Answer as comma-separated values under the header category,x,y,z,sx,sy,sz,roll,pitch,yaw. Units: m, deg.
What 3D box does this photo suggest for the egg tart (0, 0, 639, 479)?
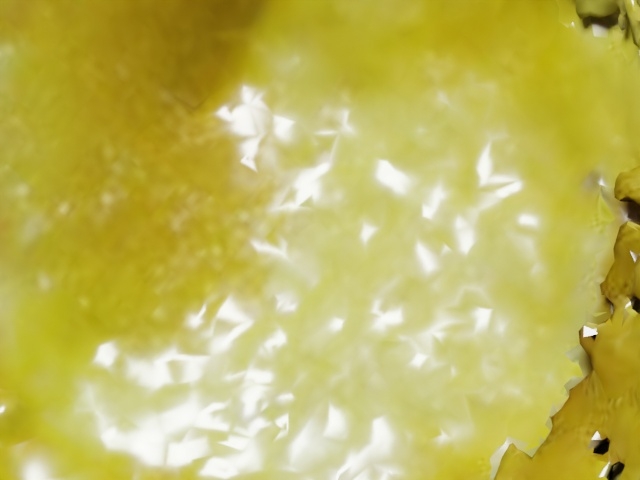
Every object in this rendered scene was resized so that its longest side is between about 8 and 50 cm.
category,x,y,z,sx,sy,sz,roll,pitch,yaw
egg tart,0.000,0.000,0.382,0.288,0.118,0.288,-4,78,18
